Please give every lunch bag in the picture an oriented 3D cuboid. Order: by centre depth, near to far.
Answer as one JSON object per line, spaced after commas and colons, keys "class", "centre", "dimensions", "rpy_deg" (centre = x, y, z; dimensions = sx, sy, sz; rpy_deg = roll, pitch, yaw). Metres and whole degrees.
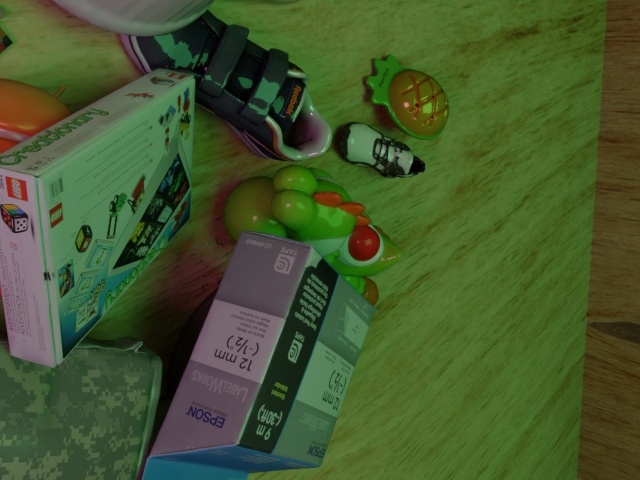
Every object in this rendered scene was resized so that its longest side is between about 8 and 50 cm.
{"class": "lunch bag", "centre": [-0.309, 0.225, 0.648], "dimensions": [0.235, 0.169, 0.286], "rpy_deg": [19, 89, -51]}

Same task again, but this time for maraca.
{"class": "maraca", "centre": [0.160, -0.259, 1.153], "dimensions": [0.186, 0.099, 0.127], "rpy_deg": [30, 66, -24]}

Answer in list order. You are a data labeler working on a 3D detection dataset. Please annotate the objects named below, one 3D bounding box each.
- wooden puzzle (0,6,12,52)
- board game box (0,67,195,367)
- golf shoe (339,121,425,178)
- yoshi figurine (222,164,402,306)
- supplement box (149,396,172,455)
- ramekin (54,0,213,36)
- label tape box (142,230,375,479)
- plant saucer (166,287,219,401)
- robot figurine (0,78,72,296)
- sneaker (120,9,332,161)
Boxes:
{"class": "wooden puzzle", "centre": [-0.339, -0.201, 0.624], "dimensions": [0.083, 0.006, 0.049], "rpy_deg": [-54, 136, -26]}
{"class": "board game box", "centre": [-0.211, -0.043, 0.647], "dimensions": [0.305, 0.053, 0.192], "rpy_deg": [-65, 166, -59]}
{"class": "golf shoe", "centre": [0.115, -0.159, 1.123], "dimensions": [0.198, 0.094, 0.077], "rpy_deg": [11, 92, -50]}
{"class": "yoshi figurine", "centre": [-0.023, -0.010, 0.973], "dimensions": [0.203, 0.203, 0.362], "rpy_deg": [-37, 150, 4]}
{"class": "supplement box", "centre": [-0.206, 0.269, 0.850], "dimensions": [0.056, 0.083, 0.083], "rpy_deg": [-16, 112, -48]}
{"class": "ramekin", "centre": [-0.176, -0.361, 0.634], "dimensions": [0.277, 0.135, 0.276], "rpy_deg": [3, 86, -43]}
{"class": "label tape box", "centre": [-0.064, 0.197, 0.795], "dimensions": [0.249, 0.115, 0.347], "rpy_deg": [47, 58, -58]}
{"class": "plant saucer", "centre": [-0.114, 0.194, 0.980], "dimensions": [0.278, 0.041, 0.277], "rpy_deg": [-16, 110, -48]}
{"class": "robot figurine", "centre": [-0.306, -0.058, 0.609], "dimensions": [0.158, 0.128, 0.219], "rpy_deg": [14, 89, -17]}
{"class": "sneaker", "centre": [-0.100, -0.208, 0.823], "dimensions": [0.321, 0.128, 0.126], "rpy_deg": [32, 76, -48]}
